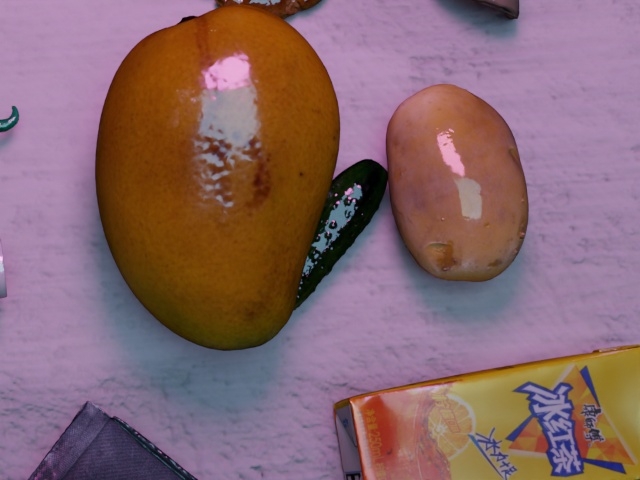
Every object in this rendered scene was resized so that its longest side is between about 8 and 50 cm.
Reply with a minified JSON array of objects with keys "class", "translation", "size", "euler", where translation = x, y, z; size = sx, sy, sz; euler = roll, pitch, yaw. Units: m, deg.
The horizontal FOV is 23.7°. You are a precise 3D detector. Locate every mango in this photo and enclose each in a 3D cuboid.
[{"class":"mango","translation":[-0.111,-0.070,1.651],"size":[0.263,0.221,0.378],"euler":[1,87,-7]}]

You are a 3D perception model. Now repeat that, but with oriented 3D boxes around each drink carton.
[{"class":"drink carton","translation":[0.202,0.220,1.716],"size":[0.351,0.111,0.155],"euler":[-9,84,-11]}]

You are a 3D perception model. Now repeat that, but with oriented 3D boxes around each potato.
[{"class":"potato","translation":[0.161,-0.067,1.743],"size":[0.150,0.146,0.234],"euler":[-1,80,-55]}]

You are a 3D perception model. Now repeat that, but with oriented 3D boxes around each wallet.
[{"class":"wallet","translation":[-0.179,0.357,1.618],"size":[0.342,0.075,0.237],"euler":[39,51,-5]}]

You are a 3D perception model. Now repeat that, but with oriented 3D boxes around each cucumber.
[{"class":"cucumber","translation":[0.000,0.000,1.739],"size":[0.069,0.069,0.227],"euler":[37,81,-3]}]

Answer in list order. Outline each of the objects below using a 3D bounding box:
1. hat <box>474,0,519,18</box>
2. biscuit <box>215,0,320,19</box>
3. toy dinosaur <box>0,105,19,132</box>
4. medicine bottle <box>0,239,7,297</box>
[{"class":"hat","translation":[0.197,-0.360,1.814],"size":[0.147,0.085,0.175],"euler":[23,80,-5]},{"class":"biscuit","translation":[-0.066,-0.368,1.791],"size":[0.226,0.042,0.226],"euler":[1,83,-10]},{"class":"toy dinosaur","translation":[-0.401,-0.138,1.692],"size":[0.132,0.059,0.096],"euler":[5,75,-1]},{"class":"medicine bottle","translation":[-0.430,0.039,1.626],"size":[0.183,0.119,0.069],"euler":[-7,80,-13]}]
